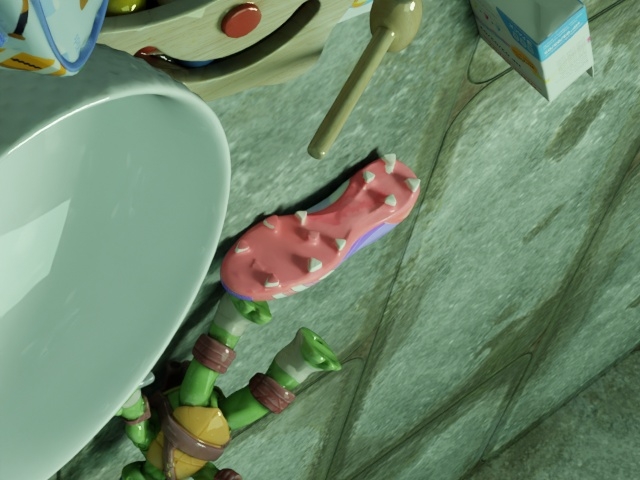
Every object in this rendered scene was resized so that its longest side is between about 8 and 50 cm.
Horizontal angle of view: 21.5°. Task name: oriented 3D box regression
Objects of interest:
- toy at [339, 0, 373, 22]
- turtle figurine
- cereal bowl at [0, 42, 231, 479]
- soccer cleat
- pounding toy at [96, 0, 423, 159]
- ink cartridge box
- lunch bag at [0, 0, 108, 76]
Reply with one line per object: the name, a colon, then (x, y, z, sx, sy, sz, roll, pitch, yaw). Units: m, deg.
toy: (0.021, -0.227, 1.287, 0.237, 0.056, 0.137, -28, 157, -24)
turtle figurine: (-0.115, 0.191, 1.670, 0.266, 0.198, 0.274, -51, 162, 10)
cereal bowl: (-0.218, 0.017, 1.026, 0.339, 0.141, 0.339, -44, 156, -25)
soccer cleat: (0.000, 0.000, 1.676, 0.248, 0.083, 0.095, -34, 163, -30)
pounding toy: (-0.037, -0.152, 1.113, 0.269, 0.155, 0.154, -18, 148, -24)
ink cartridge box: (0.201, -0.201, 1.606, 0.061, 0.104, 0.181, -42, 160, -2)
lunch bag: (-0.156, -0.218, 0.722, 0.303, 0.115, 0.243, 79, 18, -63)
